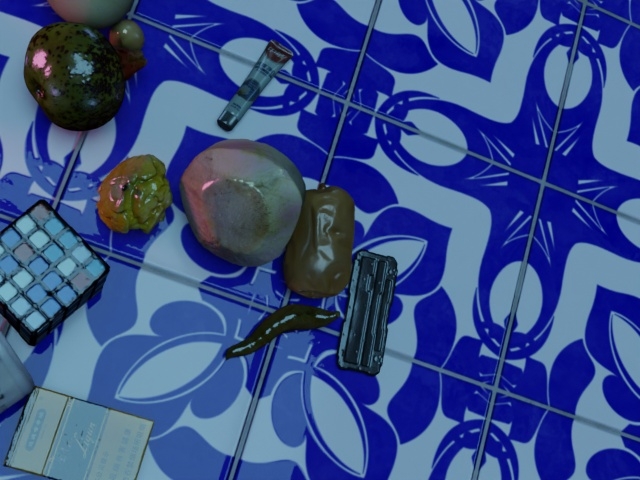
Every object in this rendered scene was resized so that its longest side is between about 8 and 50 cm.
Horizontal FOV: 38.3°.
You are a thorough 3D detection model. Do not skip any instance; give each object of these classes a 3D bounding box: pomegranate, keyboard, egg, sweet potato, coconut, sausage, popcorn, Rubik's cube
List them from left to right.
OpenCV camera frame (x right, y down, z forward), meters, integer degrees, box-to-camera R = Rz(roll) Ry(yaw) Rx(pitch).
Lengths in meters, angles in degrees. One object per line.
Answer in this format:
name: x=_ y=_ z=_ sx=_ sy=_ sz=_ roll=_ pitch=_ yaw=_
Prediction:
Rubik's cube: x=-0.519 y=0.064 z=1.688 sx=0.182 sy=0.187 sz=0.184 roll=47 pitch=67 yaw=-2
egg: x=-0.464 y=-0.526 z=1.830 sx=0.186 sy=0.186 sz=0.241 roll=-14 pitch=49 yaw=-19
pomegranate: x=-0.448 y=-0.327 z=1.799 sx=0.248 sy=0.214 sz=0.214 roll=-25 pitch=86 yaw=-37
egg: x=-0.397 y=-0.419 z=1.886 sx=0.071 sy=0.083 sz=0.071 roll=2 pitch=77 yaw=-11
popcorn: x=-0.361 y=-0.088 z=1.798 sx=0.167 sy=0.152 sz=0.148 roll=-46 pitch=64 yaw=2
coconut: x=-0.150 y=-0.081 z=1.809 sx=0.259 sy=0.259 sz=0.259 roll=4 pitch=77 yaw=-16
sweet potato: x=-0.083 y=0.172 z=1.864 sx=0.250 sy=0.059 sz=0.069 roll=-20 pitch=96 yaw=-15
sausage: x=0.000 y=0.000 z=1.892 sx=0.136 sy=0.120 sz=0.241 roll=14 pitch=75 yaw=-18
keyboard: x=0.101 y=0.151 z=1.943 sx=0.106 sy=0.016 sz=0.262 roll=14 pitch=75 yaw=-13

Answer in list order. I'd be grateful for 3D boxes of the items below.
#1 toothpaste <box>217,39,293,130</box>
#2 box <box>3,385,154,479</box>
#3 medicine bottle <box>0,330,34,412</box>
toothpaste: x=-0.142 y=-0.332 z=1.969 sx=0.062 sy=0.039 sz=0.239 roll=33 pitch=68 yaw=0
box: x=-0.445 y=0.375 z=1.704 sx=0.237 sy=0.070 sz=0.152 roll=21 pitch=73 yaw=-14
medicine bottle: x=-0.702 y=0.275 z=1.571 sx=0.371 sy=0.211 sz=0.211 roll=-35 pitch=89 yaw=-20
